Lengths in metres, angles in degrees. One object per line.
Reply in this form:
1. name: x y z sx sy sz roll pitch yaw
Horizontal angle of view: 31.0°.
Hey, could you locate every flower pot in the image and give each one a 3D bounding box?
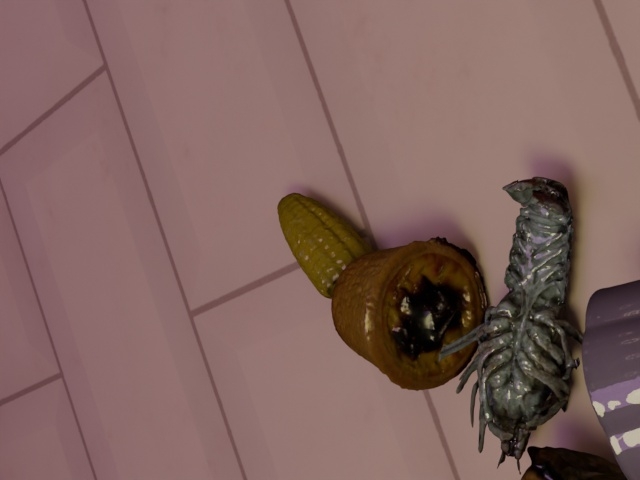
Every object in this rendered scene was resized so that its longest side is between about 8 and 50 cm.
1. flower pot: 0.459 0.146 1.270 0.243 0.265 0.265 -21 84 34

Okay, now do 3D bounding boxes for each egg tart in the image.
1. egg tart: 0.118 0.095 1.628 0.171 0.215 0.215 12 109 56

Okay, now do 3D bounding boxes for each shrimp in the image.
1. shrimp: 0.270 0.122 1.514 0.221 0.166 0.410 14 97 28

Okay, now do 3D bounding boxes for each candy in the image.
1. candy: 0.000 0.000 1.793 0.106 0.094 0.199 -43 59 5

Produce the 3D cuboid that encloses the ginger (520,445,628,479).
1. ginger: 0.365 0.385 1.433 0.269 0.200 0.223 7 86 45
